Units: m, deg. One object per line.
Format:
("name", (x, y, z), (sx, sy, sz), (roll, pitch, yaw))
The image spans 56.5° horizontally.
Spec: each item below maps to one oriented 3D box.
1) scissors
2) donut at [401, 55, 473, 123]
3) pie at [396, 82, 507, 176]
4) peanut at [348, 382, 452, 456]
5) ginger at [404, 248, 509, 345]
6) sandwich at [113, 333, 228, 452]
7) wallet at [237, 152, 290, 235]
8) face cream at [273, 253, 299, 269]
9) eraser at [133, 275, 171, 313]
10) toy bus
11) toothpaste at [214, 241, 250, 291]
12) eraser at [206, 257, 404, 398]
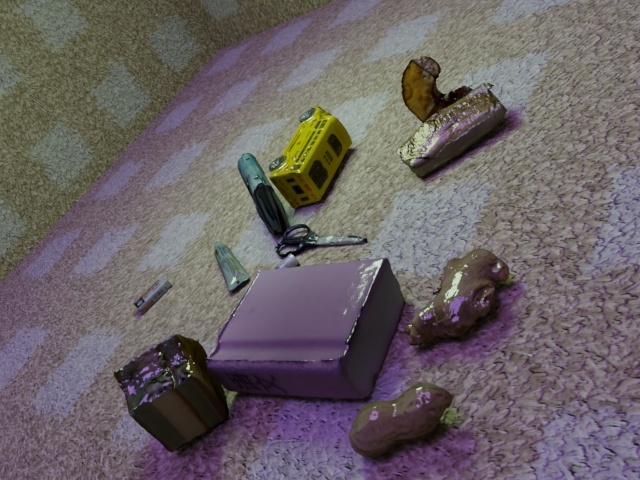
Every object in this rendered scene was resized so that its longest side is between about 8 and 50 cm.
("scissors", (0.000, 0.000, 1.505), (0.300, 0.022, 0.109), (-1, 50, 45))
("donut", (0.308, -0.381, 1.559), (0.085, 0.217, 0.141), (-47, -2, -42))
("pie", (0.323, -0.270, 1.457), (0.282, 0.068, 0.129), (-38, 55, 13))
("peanut", (0.124, 0.282, 0.944), (0.187, 0.082, 0.082), (-27, 32, 19))
("ginger", (0.244, 0.109, 1.061), (0.213, 0.074, 0.137), (-46, 22, -21))
("sandwich", (-0.318, 0.277, 1.241), (0.155, 0.198, 0.227), (-30, 42, -6))
("wallet", (-0.164, -0.134, 1.702), (0.075, 0.176, 0.250), (-25, 31, -5))
("face cream", (-0.110, 0.089, 1.487), (0.130, 0.034, 0.034), (-44, 31, -9))
("eraser", (-0.507, 0.164, 1.798), (0.122, 0.029, 0.052), (-47, 32, -15))
("toy bus", (-0.014, -0.258, 1.743), (0.152, 0.144, 0.330), (-8, 43, 40))
("toothpaste", (-0.259, 0.065, 1.669), (0.067, 0.037, 0.255), (-34, 34, -6))
("eraser", (-0.029, 0.177, 1.208), (0.359, 0.122, 0.272), (-8, 40, 38))
